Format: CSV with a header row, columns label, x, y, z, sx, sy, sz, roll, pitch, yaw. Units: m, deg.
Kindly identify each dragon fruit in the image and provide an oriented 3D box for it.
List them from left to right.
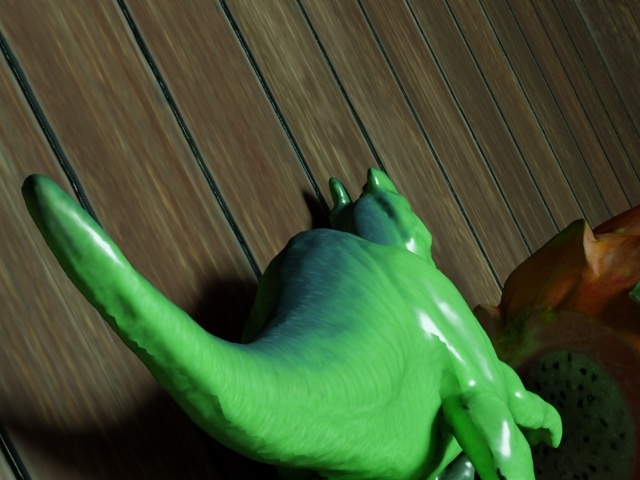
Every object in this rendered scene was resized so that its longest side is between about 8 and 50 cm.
label,x,y,z,sx,sy,sz,roll,pitch,yaw
dragon fruit,0.216,0.112,1.198,0.189,0.290,0.291,-25,90,-38

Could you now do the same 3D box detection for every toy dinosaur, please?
label,x,y,z,sx,sy,sz,roll,pitch,yaw
toy dinosaur,0.000,0.000,0.908,0.500,0.144,0.374,54,15,-45
